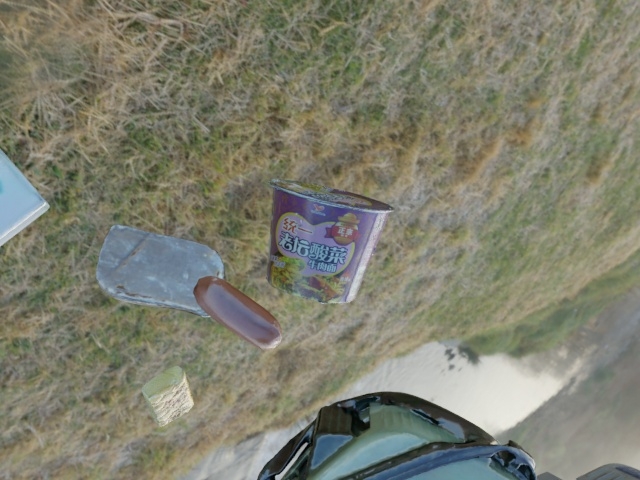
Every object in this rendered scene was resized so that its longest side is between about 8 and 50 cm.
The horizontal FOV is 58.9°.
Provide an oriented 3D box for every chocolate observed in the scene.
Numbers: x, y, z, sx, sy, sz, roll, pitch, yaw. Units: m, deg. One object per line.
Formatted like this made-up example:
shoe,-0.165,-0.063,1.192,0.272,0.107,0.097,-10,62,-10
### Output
chocolate,-0.332,0.074,1.182,0.254,0.157,0.080,15,152,-19

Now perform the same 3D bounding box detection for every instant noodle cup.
instant noodle cup,0.000,0.000,1.502,0.340,0.340,0.266,1,107,-46

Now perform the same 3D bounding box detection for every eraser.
eraser,-0.684,-0.046,1.055,0.290,0.189,0.104,-44,-171,-17

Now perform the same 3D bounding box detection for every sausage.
sausage,-0.156,0.137,1.073,0.077,0.194,0.077,-53,-177,3

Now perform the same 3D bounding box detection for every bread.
bread,-0.451,0.464,1.680,0.125,0.068,0.188,-33,146,-30

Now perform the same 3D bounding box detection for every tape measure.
tape measure,0.055,0.223,0.469,0.207,0.235,0.115,-62,180,11

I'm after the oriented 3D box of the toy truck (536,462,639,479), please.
toy truck,0.282,0.342,0.629,0.268,0.155,0.124,-19,178,-12
